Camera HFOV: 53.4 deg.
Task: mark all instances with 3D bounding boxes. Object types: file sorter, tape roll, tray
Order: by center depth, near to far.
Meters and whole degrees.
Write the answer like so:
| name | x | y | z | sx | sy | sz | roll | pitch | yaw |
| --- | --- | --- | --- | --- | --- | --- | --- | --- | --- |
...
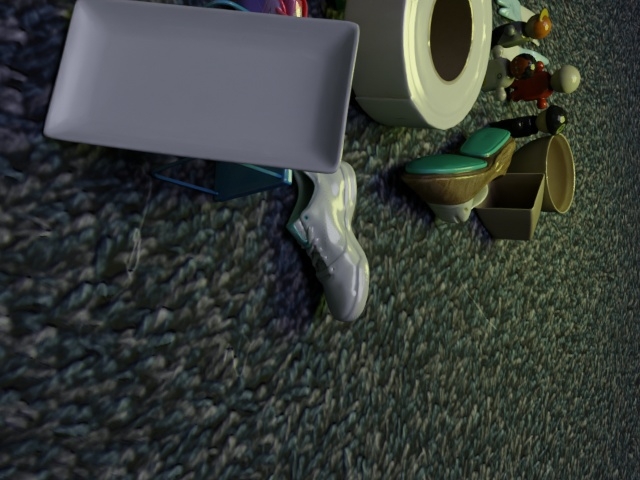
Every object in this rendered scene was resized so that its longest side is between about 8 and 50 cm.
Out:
| name | x | y | z | sx | sy | sz | roll | pitch | yaw |
| --- | --- | --- | --- | --- | --- | --- | --- | --- | --- |
| tray | -0.106 | -0.141 | 0.581 | 0.030 | 0.270 | 0.145 | 69 | 29 | -78 |
| file sorter | -0.103 | -0.141 | 0.666 | 0.104 | 0.118 | 0.170 | 13 | 74 | -44 |
| tape roll | 0.154 | -0.309 | 0.952 | 0.286 | 0.100 | 0.286 | -21 | 117 | -50 |

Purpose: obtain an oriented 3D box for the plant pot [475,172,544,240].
| name | x | y | z | sx | sy | sz | roll | pitch | yaw |
| --- | --- | --- | --- | --- | --- | --- | --- | --- | --- |
| plant pot | 0.372 | -0.060 | 1.230 | 0.109 | 0.109 | 0.096 | -58 | 140 | -37 |

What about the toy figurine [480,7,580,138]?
| name | x | y | z | sx | sy | sz | roll | pitch | yaw |
| --- | --- | --- | --- | --- | --- | --- | --- | --- | --- |
| toy figurine | 0.410 | -0.323 | 1.265 | 0.209 | 0.148 | 0.213 | 53 | 53 | -30 |

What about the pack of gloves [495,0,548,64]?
| name | x | y | z | sx | sy | sz | roll | pitch | yaw |
| --- | --- | --- | --- | --- | --- | --- | --- | --- | --- |
| pack of gloves | 0.469 | -0.465 | 1.448 | 0.232 | 0.046 | 0.195 | 5 | 81 | -50 |

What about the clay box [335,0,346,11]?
| name | x | y | z | sx | sy | sz | roll | pitch | yaw |
| --- | --- | --- | --- | --- | --- | --- | --- | --- | --- |
| clay box | 0.056 | -0.458 | 0.950 | 0.127 | 0.053 | 0.222 | -20 | 99 | -50 |

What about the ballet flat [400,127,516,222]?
| name | x | y | z | sx | sy | sz | roll | pitch | yaw |
| --- | --- | --- | --- | --- | --- | --- | --- | --- | --- |
| ballet flat | 0.244 | -0.103 | 1.094 | 0.342 | 0.116 | 0.124 | -32 | 128 | -51 |

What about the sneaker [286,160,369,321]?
| name | x | y | z | sx | sy | sz | roll | pitch | yaw |
| --- | --- | --- | --- | --- | --- | --- | --- | --- | --- |
| sneaker | 0.000 | 0.000 | 0.808 | 0.094 | 0.080 | 0.212 | 1 | 76 | -38 |

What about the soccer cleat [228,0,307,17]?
| name | x | y | z | sx | sy | sz | roll | pitch | yaw |
| --- | --- | --- | --- | --- | --- | --- | --- | --- | --- |
| soccer cleat | -0.049 | -0.235 | 0.758 | 0.083 | 0.095 | 0.248 | -20 | 99 | -50 |

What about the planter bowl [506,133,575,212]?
| name | x | y | z | sx | sy | sz | roll | pitch | yaw |
| --- | --- | --- | --- | --- | --- | --- | --- | --- | --- |
| planter bowl | 0.444 | -0.135 | 1.313 | 0.162 | 0.109 | 0.162 | 1 | 89 | -50 |
